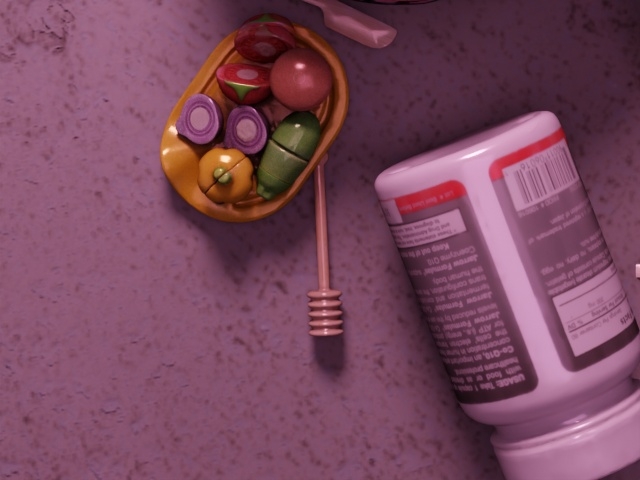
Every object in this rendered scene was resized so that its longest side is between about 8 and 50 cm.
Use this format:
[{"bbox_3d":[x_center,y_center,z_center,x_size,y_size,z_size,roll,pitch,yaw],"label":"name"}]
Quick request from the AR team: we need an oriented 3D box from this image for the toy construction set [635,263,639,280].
[{"bbox_3d":[0.346,-0.110,1.574,0.215,0.151,0.328,-1,95,0],"label":"toy construction set"}]

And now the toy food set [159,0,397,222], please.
[{"bbox_3d":[-0.046,-0.116,1.587,0.128,0.071,0.218,34,92,5],"label":"toy food set"}]

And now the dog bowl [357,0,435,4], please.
[{"bbox_3d":[0.063,-0.366,1.485,0.407,0.150,0.408,0,113,-1],"label":"dog bowl"}]

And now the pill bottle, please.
[{"bbox_3d":[0.166,0.051,1.576,0.161,0.161,0.283,-22,96,-1],"label":"pill bottle"}]

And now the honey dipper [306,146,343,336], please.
[{"bbox_3d":[0.000,0.000,1.630,0.030,0.030,0.161,-4,93,-3],"label":"honey dipper"}]
